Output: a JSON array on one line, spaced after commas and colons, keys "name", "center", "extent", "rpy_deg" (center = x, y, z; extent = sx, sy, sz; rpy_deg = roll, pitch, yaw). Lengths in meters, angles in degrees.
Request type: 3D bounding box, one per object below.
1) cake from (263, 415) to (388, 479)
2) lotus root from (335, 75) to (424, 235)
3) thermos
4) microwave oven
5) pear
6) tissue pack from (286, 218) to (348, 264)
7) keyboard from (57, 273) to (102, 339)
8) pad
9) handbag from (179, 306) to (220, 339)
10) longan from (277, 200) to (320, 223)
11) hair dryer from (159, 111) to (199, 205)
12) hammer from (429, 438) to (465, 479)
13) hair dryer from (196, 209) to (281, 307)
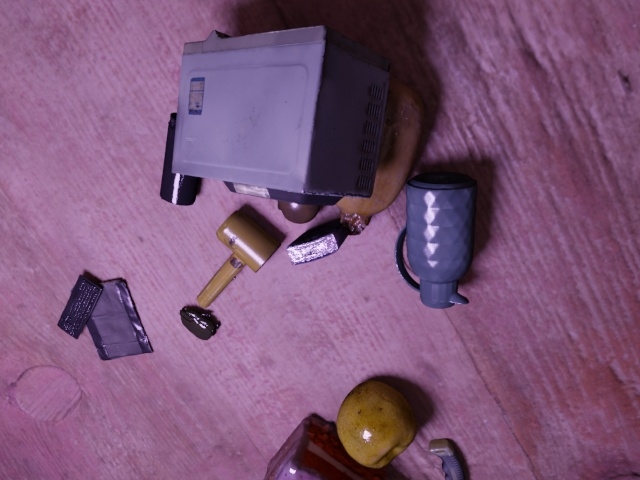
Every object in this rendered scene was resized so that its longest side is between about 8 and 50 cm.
[{"name": "cake", "center": [0.011, 0.649, 1.285], "extent": [0.309, 0.237, 0.230], "rpy_deg": [35, 112, -4]}, {"name": "lotus root", "center": [0.102, -0.164, 1.025], "extent": [0.169, 0.151, 0.342], "rpy_deg": [19, 107, 6]}, {"name": "thermos", "center": [0.241, 0.003, 1.071], "extent": [0.182, 0.145, 0.286], "rpy_deg": [16, 117, 40]}, {"name": "microwave oven", "center": [-0.076, -0.222, 0.927], "extent": [0.355, 0.218, 0.286], "rpy_deg": [12, 99, 38]}, {"name": "pear", "center": [0.129, 0.443, 1.223], "extent": [0.197, 0.197, 0.197], "rpy_deg": [3, 110, 10]}, {"name": "tissue pack", "center": [0.000, 0.000, 1.101], "extent": [0.112, 0.156, 0.051], "rpy_deg": [-19, 100, 17]}, {"name": "keyboard", "center": [-0.652, 0.182, 1.342], "extent": [0.074, 0.015, 0.196], "rpy_deg": [33, 112, -4]}, {"name": "pad", "center": [-0.570, 0.220, 1.363], "extent": [0.174, 0.022, 0.233], "rpy_deg": [-12, 108, 14]}, {"name": "handbag", "center": [-0.319, 0.211, 1.295], "extent": [0.111, 0.047, 0.072], "rpy_deg": [34, 117, -2]}, {"name": "longan", "center": [-0.051, -0.087, 1.117], "extent": [0.113, 0.092, 0.113], "rpy_deg": [14, 135, 14]}, {"name": "hair dryer", "center": [-0.235, -0.159, 1.135], "extent": [0.251, 0.089, 0.197], "rpy_deg": [16, 111, -2]}, {"name": "hammer", "center": [0.353, 0.624, 1.314], "extent": [0.159, 0.041, 0.226], "rpy_deg": [-17, 105, 16]}, {"name": "hair dryer", "center": [-0.229, 0.061, 1.212], "extent": [0.135, 0.090, 0.278], "rpy_deg": [41, 117, -5]}]
